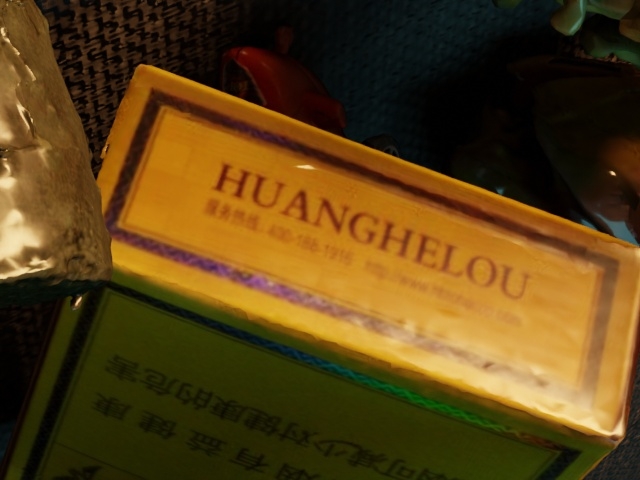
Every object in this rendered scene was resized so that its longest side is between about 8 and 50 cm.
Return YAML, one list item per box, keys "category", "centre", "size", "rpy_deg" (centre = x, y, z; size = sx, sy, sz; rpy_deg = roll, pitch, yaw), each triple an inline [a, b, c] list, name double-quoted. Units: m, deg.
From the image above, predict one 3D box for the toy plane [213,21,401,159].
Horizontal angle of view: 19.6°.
- category: "toy plane"
  centre: [0.006, 0.000, 0.751]
  size: [0.126, 0.194, 0.077]
  rpy_deg: [-9, -138, 46]

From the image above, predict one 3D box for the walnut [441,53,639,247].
- category: "walnut"
  centre: [0.138, -0.014, 0.871]
  size: [0.137, 0.137, 0.245]
  rpy_deg: [-46, 150, 25]

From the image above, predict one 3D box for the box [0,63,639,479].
- category: "box"
  centre: [-0.021, 0.074, 0.734]
  size: [0.193, 0.084, 0.301]
  rpy_deg: [21, 147, -5]

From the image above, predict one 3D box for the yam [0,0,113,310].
- category: "yam"
  centre: [-0.121, -0.057, 0.475]
  size: [0.107, 0.183, 0.107]
  rpy_deg: [-20, 166, -5]

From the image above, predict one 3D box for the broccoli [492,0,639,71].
- category: "broccoli"
  centre: [0.178, -0.108, 0.621]
  size: [0.248, 0.245, 0.288]
  rpy_deg: [-32, 150, 18]
